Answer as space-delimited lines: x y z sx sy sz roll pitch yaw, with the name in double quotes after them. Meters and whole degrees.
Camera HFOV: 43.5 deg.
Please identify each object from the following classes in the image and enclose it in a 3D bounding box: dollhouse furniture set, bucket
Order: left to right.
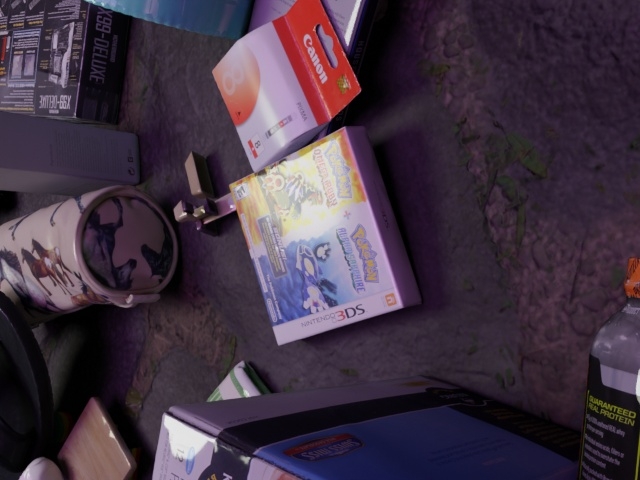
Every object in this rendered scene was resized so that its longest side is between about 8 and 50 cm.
-0.187 -0.368 0.978 0.281 0.281 0.183 31 111 38 "bucket"
-0.141 -0.080 1.039 0.081 0.091 0.114 -25 67 20 "dollhouse furniture set"

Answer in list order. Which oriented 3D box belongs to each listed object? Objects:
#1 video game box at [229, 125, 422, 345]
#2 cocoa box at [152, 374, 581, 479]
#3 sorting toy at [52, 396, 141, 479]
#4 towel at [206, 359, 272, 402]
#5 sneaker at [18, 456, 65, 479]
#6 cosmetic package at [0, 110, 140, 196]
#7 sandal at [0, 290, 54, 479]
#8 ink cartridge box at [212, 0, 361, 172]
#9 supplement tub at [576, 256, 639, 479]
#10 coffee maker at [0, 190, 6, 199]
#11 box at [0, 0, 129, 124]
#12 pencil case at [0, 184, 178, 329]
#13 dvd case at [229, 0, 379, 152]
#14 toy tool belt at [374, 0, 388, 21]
0.000 0.000 0.906 0.187 0.048 0.205 -22 83 35 "video game box"
0.058 0.259 0.657 0.228 0.347 0.231 14 96 40 "cocoa box"
-0.308 0.324 1.159 0.274 0.046 0.132 48 116 33 "sorting toy"
-0.109 0.344 0.999 0.248 0.038 0.325 44 116 35 "towel"
-0.374 0.427 1.174 0.095 0.090 0.235 -5 102 26 "sneaker"
-0.385 -0.117 1.141 0.117 0.231 0.085 -13 78 38 "cosmetic package"
-0.479 0.274 1.181 0.167 0.107 0.445 27 124 27 "sandal"
-0.045 -0.180 0.915 0.179 0.045 0.145 -38 71 49 "ink cartridge box"
0.284 0.175 0.573 0.193 0.193 0.316 6 91 41 "supplement tub"
-0.650 -0.088 1.438 0.178 0.120 0.171 -35 64 32 "coffee maker"
-0.434 -0.315 1.301 0.307 0.076 0.242 8 92 41 "box"
-0.388 0.044 1.179 0.410 0.160 0.183 -15 90 39 "pencil case"
-0.025 -0.217 0.940 0.179 0.029 0.238 41 126 35 "dvd case"
0.046 -0.283 0.916 0.051 0.052 0.083 -34 53 -18 "toy tool belt"
